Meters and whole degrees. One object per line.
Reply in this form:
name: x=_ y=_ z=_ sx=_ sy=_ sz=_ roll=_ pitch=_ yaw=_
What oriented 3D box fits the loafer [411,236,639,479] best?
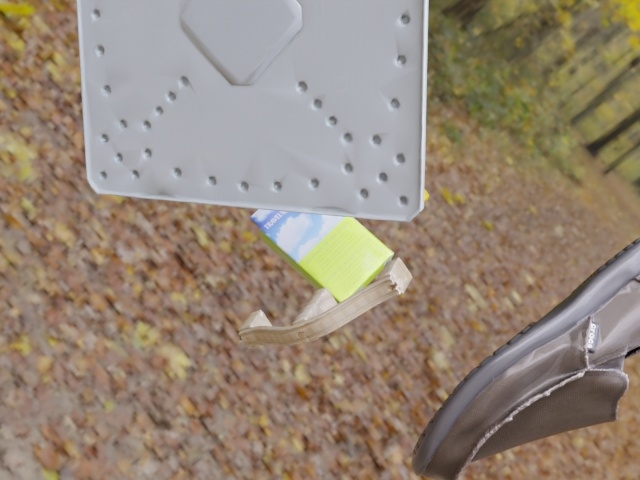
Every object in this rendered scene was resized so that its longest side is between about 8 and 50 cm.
loafer: x=0.252 y=0.139 z=1.111 sx=0.130 sy=0.366 sz=0.134 roll=50 pitch=-7 yaw=12

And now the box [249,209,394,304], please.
box: x=0.000 y=0.000 z=1.514 sx=0.178 sy=0.109 sz=0.042 roll=42 pitch=-18 yaw=11

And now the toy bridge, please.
toy bridge: x=-0.006 y=0.069 z=1.008 sx=0.026 sy=0.188 sz=0.063 roll=58 pitch=33 yaw=-16

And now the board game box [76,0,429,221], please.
board game box: x=-0.072 y=-0.228 z=1.109 sx=0.050 sy=0.389 sz=0.390 roll=-29 pitch=122 yaw=-63
